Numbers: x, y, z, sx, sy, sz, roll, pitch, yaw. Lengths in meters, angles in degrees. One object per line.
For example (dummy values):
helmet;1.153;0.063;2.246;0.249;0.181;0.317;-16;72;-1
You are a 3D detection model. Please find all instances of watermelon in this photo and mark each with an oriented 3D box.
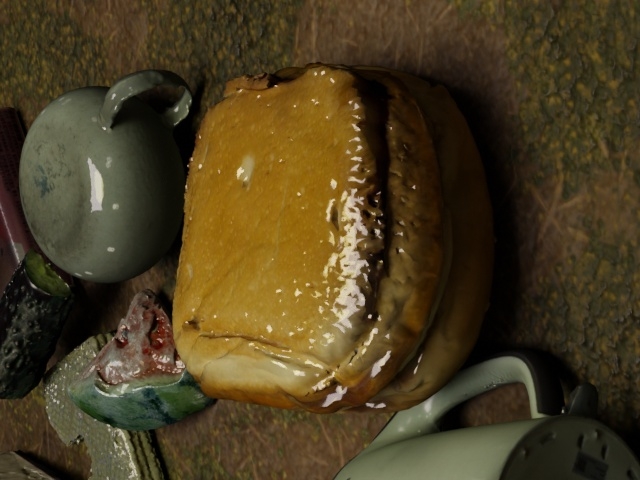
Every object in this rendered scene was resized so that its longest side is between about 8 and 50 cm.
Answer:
watermelon;-0.190;0.117;1.907;0.187;0.071;0.139;-11;71;35

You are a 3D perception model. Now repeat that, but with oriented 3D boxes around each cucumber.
cucumber;-0.315;0.092;1.984;0.078;0.062;0.211;50;148;14

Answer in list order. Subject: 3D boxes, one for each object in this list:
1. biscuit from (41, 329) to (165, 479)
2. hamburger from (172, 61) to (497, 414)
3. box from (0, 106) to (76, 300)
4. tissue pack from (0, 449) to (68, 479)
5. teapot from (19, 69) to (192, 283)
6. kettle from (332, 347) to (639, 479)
biscuit;-0.225;0.232;2.016;0.147;0.046;0.250;-33;71;50
hamburger;0.004;-0.004;1.556;0.304;0.174;0.284;6;94;49
box;-0.347;-0.024;2.102;0.120;0.069;0.224;-37;68;50
tissue pack;-0.372;0.442;2.125;0.210;0.198;0.370;11;108;57
teapot;-0.206;-0.056;1.865;0.193;0.129;0.294;56;135;28
kettle;0.126;0.200;1.485;0.255;0.165;0.240;-16;56;57
